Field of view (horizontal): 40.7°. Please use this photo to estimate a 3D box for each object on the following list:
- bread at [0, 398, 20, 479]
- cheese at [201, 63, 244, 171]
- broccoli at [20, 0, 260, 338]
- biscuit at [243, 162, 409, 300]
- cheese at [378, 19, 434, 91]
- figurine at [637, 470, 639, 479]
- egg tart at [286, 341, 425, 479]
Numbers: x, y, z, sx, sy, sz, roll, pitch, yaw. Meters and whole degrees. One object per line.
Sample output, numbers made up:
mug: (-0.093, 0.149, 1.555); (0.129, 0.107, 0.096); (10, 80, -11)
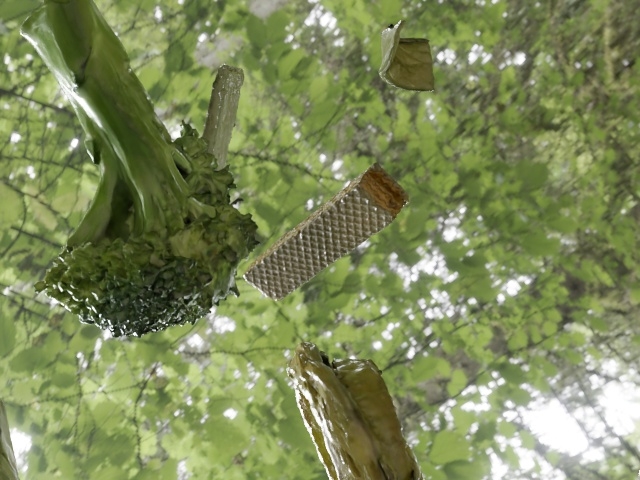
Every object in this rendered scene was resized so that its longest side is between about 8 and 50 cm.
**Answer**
bread: (-0.403, 0.209, 0.845); (0.192, 0.110, 0.210); (-18, -133, -22)
cheese: (-0.187, -0.088, 1.413); (0.034, 0.400, 0.085); (14, -172, 9)
broccoli: (-0.231, -0.063, 1.021); (0.274, 0.397, 0.353); (-25, -128, -7)
biscuit: (0.000, 0.000, 1.518); (0.094, 0.378, 0.054); (42, -138, -13)
cheese: (0.075, -0.178, 0.824); (0.084, 0.041, 0.060); (20, -114, -59)
figurine: (0.306, 0.220, 0.504); (0.284, 0.206, 0.316); (16, -131, 32)
egg tart: (0.052, 0.228, 0.913); (0.095, 0.279, 0.279); (-25, -106, -9)
